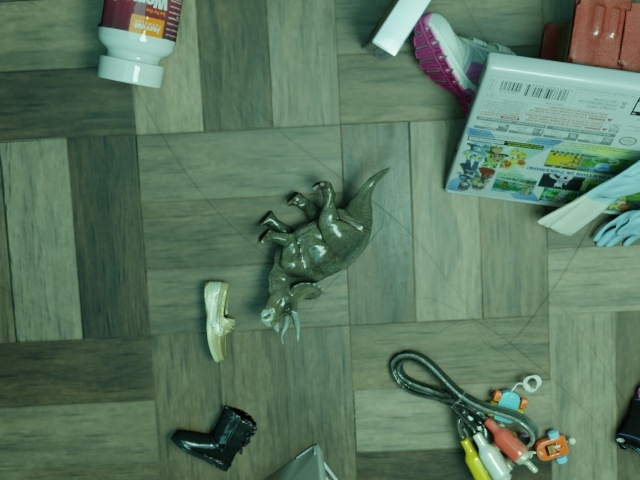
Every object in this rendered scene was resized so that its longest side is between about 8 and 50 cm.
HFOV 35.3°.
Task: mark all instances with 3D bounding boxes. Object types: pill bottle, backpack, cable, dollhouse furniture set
[{"bbox_3d":[-0.276,-0.352,1.548,0.121,0.121,0.221,10,97,-2],"label":"pill bottle"},{"bbox_3d":[0.600,0.323,1.637,0.173,0.158,0.117,29,78,-18],"label":"backpack"},{"bbox_3d":[0.237,0.282,1.629,0.287,0.072,0.139,47,119,2],"label":"cable"},{"bbox_3d":[0.448,-0.411,1.521,0.152,0.201,0.374,8,91,-2],"label":"dollhouse furniture set"}]

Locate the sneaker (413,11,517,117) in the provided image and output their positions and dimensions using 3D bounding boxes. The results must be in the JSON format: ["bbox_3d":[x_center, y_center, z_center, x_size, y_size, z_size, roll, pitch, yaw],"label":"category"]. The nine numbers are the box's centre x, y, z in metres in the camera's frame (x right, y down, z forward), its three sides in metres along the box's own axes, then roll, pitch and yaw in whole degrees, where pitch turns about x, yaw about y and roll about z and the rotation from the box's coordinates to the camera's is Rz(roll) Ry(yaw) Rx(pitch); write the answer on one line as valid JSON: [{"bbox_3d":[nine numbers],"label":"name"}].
[{"bbox_3d":[0.244,-0.271,1.570,0.111,0.103,0.252,-48,119,-6],"label":"sneaker"}]

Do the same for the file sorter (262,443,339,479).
[{"bbox_3d":[-0.030,0.485,1.583,0.193,0.277,0.173,-36,98,4],"label":"file sorter"}]

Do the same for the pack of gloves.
[{"bbox_3d":[0.485,-0.068,1.564,0.195,0.232,0.046,18,53,-35],"label":"pack of gloves"}]

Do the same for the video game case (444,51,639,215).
[{"bbox_3d":[0.379,-0.151,1.524,0.329,0.300,0.036,7,56,-2],"label":"video game case"}]

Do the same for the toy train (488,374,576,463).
[{"bbox_3d":[0.346,0.305,1.683,0.125,0.046,0.166,-23,100,1],"label":"toy train"}]

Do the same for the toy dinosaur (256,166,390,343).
[{"bbox_3d":[0.000,0.000,1.618,0.313,0.121,0.160,-42,108,0],"label":"toy dinosaur"}]

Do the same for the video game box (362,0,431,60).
[{"bbox_3d":[0.141,-0.369,1.520,0.048,0.187,0.205,33,96,-8],"label":"video game box"}]

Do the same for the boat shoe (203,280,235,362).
[{"bbox_3d":[-0.163,0.133,1.648,0.045,0.050,0.135,-5,97,5],"label":"boat shoe"}]

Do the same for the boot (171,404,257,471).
[{"bbox_3d":[-0.174,0.319,1.675,0.121,0.045,0.099,31,98,-12],"label":"boot"}]
